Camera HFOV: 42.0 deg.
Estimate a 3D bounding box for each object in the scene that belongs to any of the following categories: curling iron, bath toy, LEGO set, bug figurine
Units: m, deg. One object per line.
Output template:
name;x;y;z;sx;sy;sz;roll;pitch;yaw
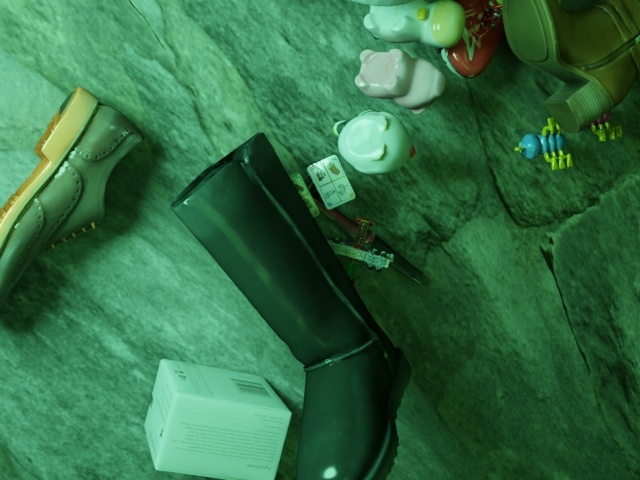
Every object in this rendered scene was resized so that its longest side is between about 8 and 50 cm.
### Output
curling iron;0.078;-0.018;1.375;0.274;0.035;0.068;43;86;-18
bath toy;0.133;-0.264;1.294;0.129;0.151;0.348;20;85;-63
LEGO set;0.000;0.000;1.343;0.182;0.060;0.244;-24;106;14
bug figurine;0.412;-0.263;1.414;0.216;0.072;0.279;-8;97;-22

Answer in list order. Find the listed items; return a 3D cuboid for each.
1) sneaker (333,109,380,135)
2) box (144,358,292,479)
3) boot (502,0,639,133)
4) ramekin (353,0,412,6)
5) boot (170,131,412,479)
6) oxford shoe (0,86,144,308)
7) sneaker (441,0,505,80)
sneaker;0.064;-0.186;1.342;0.083;0.035;0.031;-23;106;-12
box;-0.162;0.275;1.276;0.182;0.181;0.119;13;94;-19
boot;0.421;-0.336;1.310;0.220;0.109;0.283;-41;111;-14
ramekin;0.088;-0.468;1.169;0.277;0.135;0.277;2;78;-8
boot;-0.049;0.104;1.162;0.146;0.367;0.445;-24;107;21
oxford shoe;-0.382;-0.032;1.191;0.132;0.130;0.364;31;90;-25
sneaker;0.277;-0.392;1.326;0.107;0.118;0.279;20;93;-18
